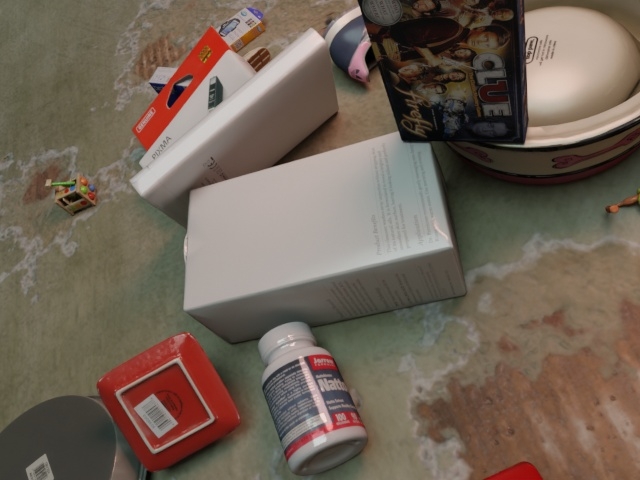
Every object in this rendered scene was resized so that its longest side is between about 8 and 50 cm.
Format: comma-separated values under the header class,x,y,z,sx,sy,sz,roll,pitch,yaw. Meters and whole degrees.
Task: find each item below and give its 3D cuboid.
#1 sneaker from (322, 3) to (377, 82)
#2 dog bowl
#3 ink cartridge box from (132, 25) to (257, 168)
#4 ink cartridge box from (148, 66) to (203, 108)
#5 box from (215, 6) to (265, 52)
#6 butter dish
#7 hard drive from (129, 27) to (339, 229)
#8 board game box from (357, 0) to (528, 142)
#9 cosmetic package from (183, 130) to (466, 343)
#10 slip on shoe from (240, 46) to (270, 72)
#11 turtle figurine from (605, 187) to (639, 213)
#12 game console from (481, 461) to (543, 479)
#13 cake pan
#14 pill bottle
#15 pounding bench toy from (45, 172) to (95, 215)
class,x,y,z,sx,sy,sz,roll,pitch,yaw
sneaker,0.163,-0.412,1.054,0.319,0.112,0.131,-36,72,2
dog bowl,0.337,-0.262,0.855,0.407,0.150,0.408,-10,59,17
ink cartridge box,-0.235,-0.232,1.039,0.275,0.060,0.239,-46,68,16
ink cartridge box,-0.236,-0.293,1.137,0.207,0.097,0.046,13,68,29
box,-0.186,-0.462,1.258,0.136,0.028,0.081,-37,55,-4
butter dish,-0.211,0.221,0.828,0.159,0.118,0.160,-29,96,2
hard drive,-0.123,-0.165,0.938,0.353,0.233,0.047,-41,76,-4
board game box,0.152,-0.207,0.659,0.164,0.243,0.042,6,62,25
cosmetic package,0.000,0.000,0.840,0.384,0.156,0.217,-13,57,16
slip on shoe,-0.164,-0.354,1.171,0.135,0.051,0.041,-46,39,-14
turtle figurine,0.495,-0.031,0.665,0.217,0.087,0.269,-22,12,-3
game console,0.214,0.347,0.637,0.124,0.085,0.144,-51,49,28
cake pan,-0.396,0.354,0.827,0.293,0.054,0.293,-11,48,13
pill bottle,-0.019,0.204,0.756,0.107,0.108,0.180,-30,55,4
pounding bench toy,-0.503,-0.103,1.145,0.065,0.083,0.052,-22,56,10
